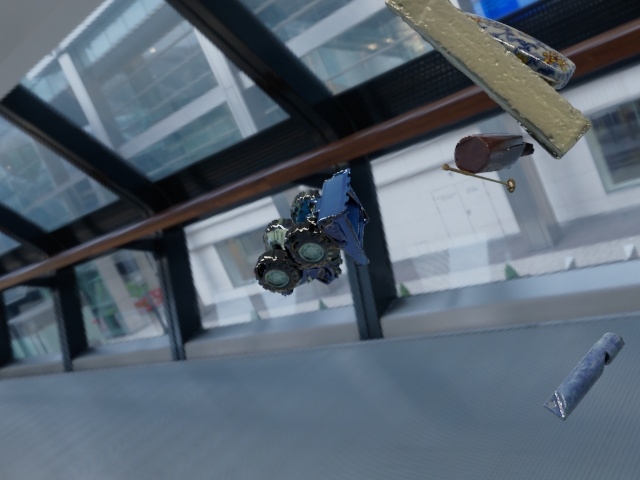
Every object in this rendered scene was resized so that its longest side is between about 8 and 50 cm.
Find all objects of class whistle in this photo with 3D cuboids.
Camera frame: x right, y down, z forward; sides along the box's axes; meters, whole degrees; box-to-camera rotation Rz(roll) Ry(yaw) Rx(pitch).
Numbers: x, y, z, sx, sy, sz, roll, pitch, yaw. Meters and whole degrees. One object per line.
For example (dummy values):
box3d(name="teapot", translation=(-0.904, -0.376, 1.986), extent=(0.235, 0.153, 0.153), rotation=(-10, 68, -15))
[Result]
box3d(name="whistle", translation=(0.649, 0.331, 1.607), extent=(0.304, 0.062, 0.062), rotation=(-35, 12, -33))

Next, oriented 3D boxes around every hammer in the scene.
box3d(name="hammer", translation=(0.246, -0.098, 1.014), extent=(0.014, 0.123, 0.029), rotation=(115, 165, -52))

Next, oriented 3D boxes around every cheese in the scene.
box3d(name="cheese", translation=(0.277, -0.298, 1.093), extent=(0.085, 0.400, 0.034), rotation=(-45, -6, 0))

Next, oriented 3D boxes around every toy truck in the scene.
box3d(name="toy truck", translation=(0.000, 0.000, 1.001), extent=(0.208, 0.126, 0.113), rotation=(-42, 25, 33))

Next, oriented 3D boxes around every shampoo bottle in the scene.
box3d(name="shampoo bottle", translation=(0.299, -0.152, 1.109), extent=(0.068, 0.067, 0.236), rotation=(28, 23, 25))

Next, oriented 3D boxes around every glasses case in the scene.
box3d(name="glasses case", translation=(0.327, -0.339, 1.158), extent=(0.087, 0.248, 0.065), rotation=(-37, -28, -41))
